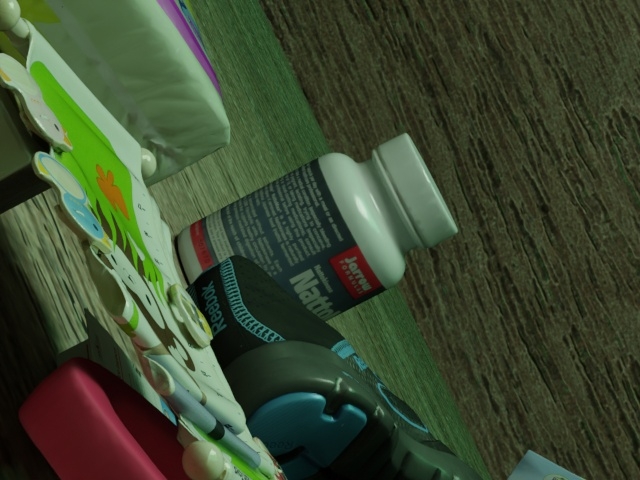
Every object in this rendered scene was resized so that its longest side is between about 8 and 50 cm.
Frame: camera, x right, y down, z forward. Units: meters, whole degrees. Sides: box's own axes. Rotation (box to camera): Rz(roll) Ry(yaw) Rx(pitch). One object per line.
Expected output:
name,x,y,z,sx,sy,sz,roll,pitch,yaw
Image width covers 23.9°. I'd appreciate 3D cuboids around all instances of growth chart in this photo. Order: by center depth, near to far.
growth chart,-0.070,0.017,0.632,0.237,0.021,0.172,63,5,23

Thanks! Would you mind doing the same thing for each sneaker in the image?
sneaker,0.021,0.132,0.963,0.139,0.125,0.341,62,2,40

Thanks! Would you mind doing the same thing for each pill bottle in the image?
pill bottle,0.000,0.000,1.076,0.108,0.180,0.108,61,7,-12

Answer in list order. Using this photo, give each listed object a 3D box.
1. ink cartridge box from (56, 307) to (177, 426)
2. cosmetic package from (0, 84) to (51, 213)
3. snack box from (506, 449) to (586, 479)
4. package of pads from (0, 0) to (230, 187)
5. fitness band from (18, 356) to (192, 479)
ink cartridge box,-0.095,0.076,0.688,0.083,0.028,0.048,58,7,-37
cosmetic package,-0.142,-0.039,0.654,0.041,0.060,0.115,62,5,0
snack box,0.212,0.239,0.946,0.174,0.070,0.207,25,-21,45
package of pads,-0.171,-0.203,0.914,0.296,0.101,0.229,57,9,-44
fitness band,-0.012,0.163,0.571,0.291,0.054,0.209,46,-3,14
